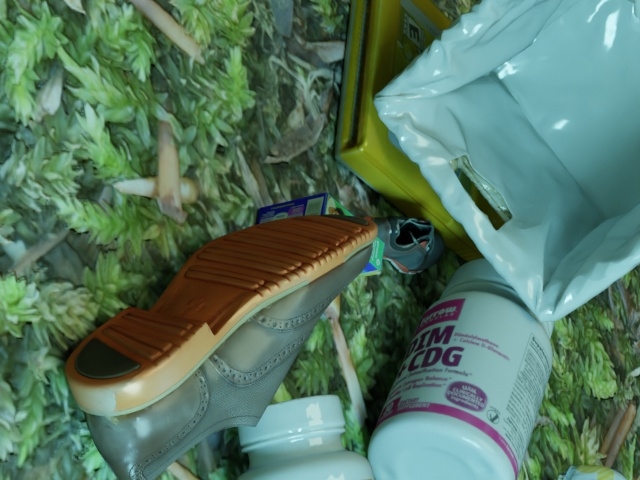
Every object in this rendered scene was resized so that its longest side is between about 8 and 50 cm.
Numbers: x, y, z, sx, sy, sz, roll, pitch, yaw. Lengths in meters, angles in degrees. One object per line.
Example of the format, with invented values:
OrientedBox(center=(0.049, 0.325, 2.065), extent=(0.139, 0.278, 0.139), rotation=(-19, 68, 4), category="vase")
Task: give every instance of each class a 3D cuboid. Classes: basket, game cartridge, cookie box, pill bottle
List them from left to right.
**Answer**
OrientedBox(center=(-0.008, 0.274, 1.380), extent=(0.136, 0.136, 0.246), rotation=(6, 69, -54), category="pill bottle")
OrientedBox(center=(0.000, 0.000, 1.535), extent=(0.107, 0.092, 0.040), rotation=(39, 51, -41), category="cookie box")
OrientedBox(center=(0.139, -0.152, 1.824), extent=(0.323, 0.052, 0.285), rotation=(34, 52, -43), category="game cartridge")
OrientedBox(center=(0.167, 0.159, 1.653), extent=(0.160, 0.160, 0.283), rotation=(56, 38, -26), category="pill bottle")
OrientedBox(center=(0.308, -0.150, 1.666), extent=(0.328, 0.331, 0.266), rotation=(52, 32, 5), category="basket")

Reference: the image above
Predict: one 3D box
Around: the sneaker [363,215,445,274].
OrientedBox(center=(0.109, 0.002, 1.711), extent=(0.158, 0.065, 0.061), rotation=(7, 72, -53), category="sneaker")

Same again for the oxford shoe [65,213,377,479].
OrientedBox(center=(-0.076, 0.087, 1.358), extent=(0.363, 0.130, 0.133), rotation=(-33, 122, -36), category="oxford shoe")

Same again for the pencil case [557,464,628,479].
OrientedBox(center=(0.305, 0.386, 1.810), extent=(0.124, 0.113, 0.273), rotation=(57, 37, -9), category="pencil case")
